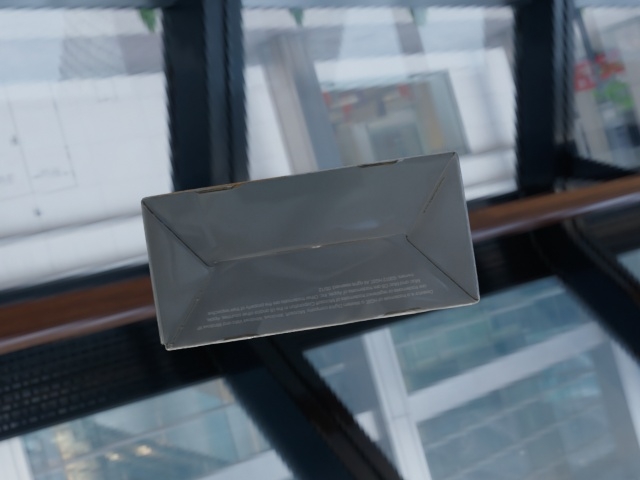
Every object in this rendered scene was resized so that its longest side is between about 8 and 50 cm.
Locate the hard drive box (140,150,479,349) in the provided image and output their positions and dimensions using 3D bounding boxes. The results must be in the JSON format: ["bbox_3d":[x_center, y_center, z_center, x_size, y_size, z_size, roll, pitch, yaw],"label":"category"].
[{"bbox_3d":[0.000,0.000,0.744,0.181,0.089,0.232,-8,-178,3],"label":"hard drive box"}]
